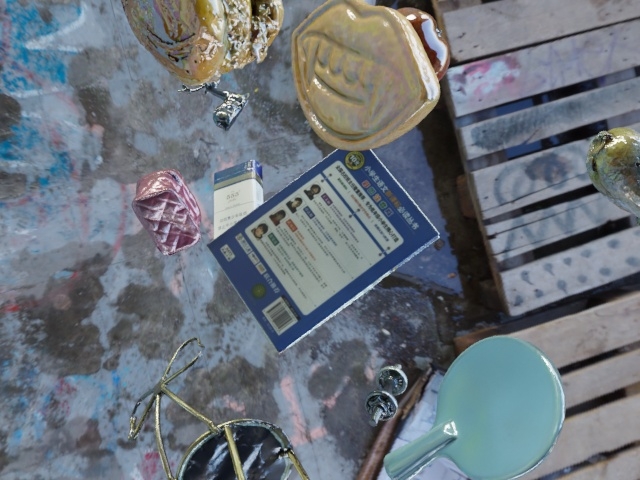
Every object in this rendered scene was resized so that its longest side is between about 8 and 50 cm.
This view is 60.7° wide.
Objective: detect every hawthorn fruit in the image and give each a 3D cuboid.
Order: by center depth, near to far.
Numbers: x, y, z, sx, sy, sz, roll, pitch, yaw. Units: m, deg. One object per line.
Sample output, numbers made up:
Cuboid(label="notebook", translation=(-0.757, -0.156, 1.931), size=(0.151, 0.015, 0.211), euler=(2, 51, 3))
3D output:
Cuboid(label="hawthorn fruit", translation=(0.192, -0.438, 1.350), size=(0.248, 0.208, 0.208), euler=(-41, 101, 6))

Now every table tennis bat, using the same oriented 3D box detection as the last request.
Cuboid(label="table tennis bat", translation=(0.158, 0.201, 0.592), size=(0.038, 0.149, 0.237), euler=(27, 122, -31))

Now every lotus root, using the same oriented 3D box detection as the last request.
Cuboid(label="lotus root", translation=(0.404, -0.077, 0.700), size=(0.088, 0.088, 0.165), euler=(-43, 102, -8))

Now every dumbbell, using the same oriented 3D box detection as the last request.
Cuboid(label="dumbbell", translation=(0.159, 0.367, 1.321), size=(0.081, 0.254, 0.082), euler=(6, 108, 20))

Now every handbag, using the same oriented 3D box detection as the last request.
Cuboid(label="handbag", translation=(-0.426, -0.081, 1.533), size=(0.146, 0.135, 0.225), euler=(-20, 128, 3))

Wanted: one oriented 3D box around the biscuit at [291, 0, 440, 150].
Cuboid(label="biscuit", translation=(0.029, -0.162, 0.539), size=(0.028, 0.221, 0.142), euler=(-6, 126, -36))

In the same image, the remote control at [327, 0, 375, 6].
Cuboid(label="remote control", translation=(0.062, -0.469, 1.147), size=(0.103, 0.221, 0.332), euler=(3, 80, 6))

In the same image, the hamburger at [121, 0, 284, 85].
Cuboid(label="hamburger", translation=(-0.206, -0.400, 0.904), size=(0.245, 0.261, 0.211), euler=(23, 45, 23))

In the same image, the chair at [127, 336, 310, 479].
Cuboid(label="chair", translation=(-0.110, 0.273, 0.656), size=(0.170, 0.325, 0.160), euler=(32, 95, -30))

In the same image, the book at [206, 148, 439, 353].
Cuboid(label="book", translation=(0.000, 0.000, 1.195), size=(0.428, 0.039, 0.300), euler=(-36, 76, -1))

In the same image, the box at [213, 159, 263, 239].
Cuboid(label="box", translation=(-0.269, -0.125, 1.797), size=(0.168, 0.071, 0.260), euler=(-15, 63, 23))

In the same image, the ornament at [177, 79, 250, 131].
Cuboid(label="ornament", translation=(-0.381, -0.484, 1.853), size=(0.236, 0.080, 0.202), euler=(28, 51, -5))
